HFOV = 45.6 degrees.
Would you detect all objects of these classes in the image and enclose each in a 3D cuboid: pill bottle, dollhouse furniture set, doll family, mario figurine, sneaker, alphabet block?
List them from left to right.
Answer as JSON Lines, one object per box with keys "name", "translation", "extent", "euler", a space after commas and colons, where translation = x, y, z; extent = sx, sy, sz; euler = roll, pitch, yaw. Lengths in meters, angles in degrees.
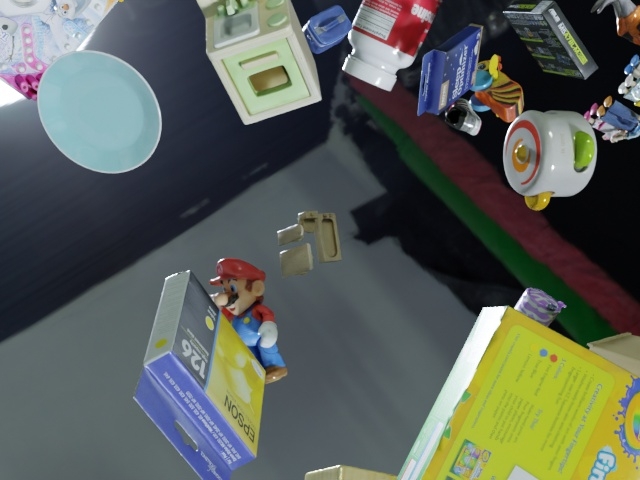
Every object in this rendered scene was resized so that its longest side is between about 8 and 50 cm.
{"name": "mario figurine", "translation": [-0.201, 0.200, 1.867], "extent": [0.170, 0.198, 0.320], "euler": [-3, 75, -82]}
{"name": "dollhouse furniture set", "translation": [0.000, 0.000, 1.720], "extent": [0.123, 0.151, 0.144], "euler": [-20, -105, 57]}
{"name": "alphabet block", "translation": [0.077, 0.675, 1.870], "extent": [0.194, 0.197, 0.192], "euler": [19, -30, -25]}
{"name": "pill bottle", "translation": [0.229, -0.693, 2.397], "extent": [0.229, 0.407, 0.229], "euler": [23, 16, -7]}
{"name": "sneaker", "translation": [0.361, -0.339, 2.017], "extent": [0.075, 0.063, 0.170], "euler": [14, 31, -27]}
{"name": "doll family", "translation": [0.796, -0.322, 1.908], "extent": [0.163, 0.118, 0.263], "euler": [24, -46, -9]}

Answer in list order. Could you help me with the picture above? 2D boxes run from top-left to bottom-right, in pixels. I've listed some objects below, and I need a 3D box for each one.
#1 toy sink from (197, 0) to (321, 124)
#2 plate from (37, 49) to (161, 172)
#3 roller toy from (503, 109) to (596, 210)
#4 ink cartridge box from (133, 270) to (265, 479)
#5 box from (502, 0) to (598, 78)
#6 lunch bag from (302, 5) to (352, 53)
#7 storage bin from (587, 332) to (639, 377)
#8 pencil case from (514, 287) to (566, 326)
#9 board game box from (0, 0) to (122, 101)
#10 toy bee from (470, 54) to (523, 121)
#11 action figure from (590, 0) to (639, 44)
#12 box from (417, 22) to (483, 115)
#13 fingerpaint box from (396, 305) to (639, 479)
{"name": "toy sink", "translation": [-0.109, -0.339, 1.320], "extent": [0.234, 0.153, 0.131], "euler": [65, 12, -46]}
{"name": "plate", "translation": [-0.318, -0.187, 1.107], "extent": [0.188, 0.188, 0.024], "euler": [60, 23, -21]}
{"name": "roller toy", "translation": [0.501, -0.191, 1.695], "extent": [0.209, 0.146, 0.191], "euler": [107, -24, -46]}
{"name": "ink cartridge box", "translation": [-0.203, 0.258, 1.380], "extent": [0.307, 0.072, 0.303], "euler": [-93, 158, -55]}
{"name": "box", "translation": [0.507, -0.448, 1.690], "extent": [0.184, 0.045, 0.190], "euler": [45, 3, -20]}
{"name": "lunch bag", "translation": [0.011, -0.435, 1.567], "extent": [0.067, 0.098, 0.065], "euler": [55, -24, -3]}
{"name": "storage bin", "translation": [0.797, 0.322, 1.798], "extent": [0.262, 0.260, 0.123], "euler": [16, -77, 45]}
{"name": "pencil case", "translation": [0.429, 0.196, 1.606], "extent": [0.088, 0.206, 0.086], "euler": [19, 26, -16]}
{"name": "board game box", "translation": [-0.644, -0.546, 1.656], "extent": [0.050, 0.390, 0.390], "euler": [40, 0, 36]}
{"name": "toy bee", "translation": [0.474, -0.455, 2.135], "extent": [0.298, 0.162, 0.195], "euler": [46, -13, 19]}
{"name": "action figure", "translation": [0.742, -0.432, 1.586], "extent": [0.330, 0.178, 0.341], "euler": [33, 9, 4]}
{"name": "box", "translation": [0.271, -0.352, 1.581], "extent": [0.037, 0.225, 0.136], "euler": [22, -49, 27]}
{"name": "fingerpaint box", "translation": [0.390, 0.404, 1.439], "extent": [0.371, 0.444, 0.163], "euler": [28, -8, -1]}
